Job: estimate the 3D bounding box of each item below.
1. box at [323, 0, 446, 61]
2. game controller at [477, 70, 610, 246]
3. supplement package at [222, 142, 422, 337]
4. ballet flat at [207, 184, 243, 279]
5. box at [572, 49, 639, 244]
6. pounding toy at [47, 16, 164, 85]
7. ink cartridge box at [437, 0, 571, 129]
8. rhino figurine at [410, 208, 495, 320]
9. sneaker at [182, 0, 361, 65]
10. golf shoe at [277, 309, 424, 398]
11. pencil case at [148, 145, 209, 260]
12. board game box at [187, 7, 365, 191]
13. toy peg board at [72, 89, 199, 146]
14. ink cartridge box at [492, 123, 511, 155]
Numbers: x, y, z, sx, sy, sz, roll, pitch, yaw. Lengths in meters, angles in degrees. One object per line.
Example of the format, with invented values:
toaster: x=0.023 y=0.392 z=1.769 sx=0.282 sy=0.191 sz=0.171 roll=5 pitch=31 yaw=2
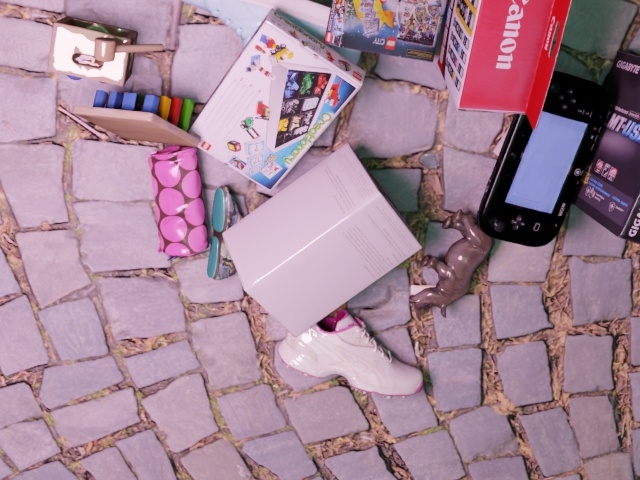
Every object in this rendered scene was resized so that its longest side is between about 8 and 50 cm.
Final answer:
box: x=0.120 y=-0.401 z=1.536 sx=0.233 sy=0.044 sz=0.159 roll=-1 pitch=110 yaw=-41
game controller: x=0.401 y=-0.143 z=1.609 sx=0.166 sy=0.067 sz=0.319 roll=15 pitch=108 yaw=-10
supplement package: x=0.000 y=0.000 z=1.634 sx=0.293 sy=0.175 sz=0.177 roll=-35 pitch=132 yaw=6
ballet flat: x=-0.177 y=-0.016 z=1.704 sx=0.070 sy=0.070 sz=0.188 roll=7 pitch=110 yaw=-8
box: x=0.555 y=-0.174 z=1.589 sx=0.073 sy=0.295 sz=0.293 roll=15 pitch=107 yaw=-12
pounding toy: x=-0.361 y=-0.305 z=1.505 sx=0.181 sy=0.206 sz=0.094 roll=11 pitch=108 yaw=-9
ink cartridge box: x=0.301 y=-0.377 z=1.471 sx=0.130 sy=0.272 sz=0.309 roll=2 pitch=124 yaw=-6
rhino figurine: x=0.255 y=0.060 z=1.757 sx=0.106 sy=0.073 sz=0.243 roll=25 pitch=106 yaw=-10
sneaker: x=-0.099 y=-0.363 z=1.548 sx=0.365 sy=0.135 sz=0.150 roll=15 pitch=102 yaw=-10
golf shoe: x=0.075 y=0.221 z=1.776 sx=0.306 sy=0.115 sz=0.140 roll=17 pitch=103 yaw=-12
pencil case: x=-0.266 y=-0.073 z=1.657 sx=0.098 sy=0.095 sz=0.209 roll=0 pitch=107 yaw=12
board game box: x=-0.086 y=-0.235 z=1.565 sx=0.193 sy=0.053 sz=0.305 roll=32 pitch=131 yaw=-15
toy peg board: x=-0.311 y=-0.228 z=1.550 sx=0.161 sy=0.160 sz=0.079 roll=8 pitch=83 yaw=23
ink cartridge box: x=0.398 y=-0.180 z=1.679 sx=0.092 sy=0.090 sz=0.143 roll=30 pitch=104 yaw=-14
